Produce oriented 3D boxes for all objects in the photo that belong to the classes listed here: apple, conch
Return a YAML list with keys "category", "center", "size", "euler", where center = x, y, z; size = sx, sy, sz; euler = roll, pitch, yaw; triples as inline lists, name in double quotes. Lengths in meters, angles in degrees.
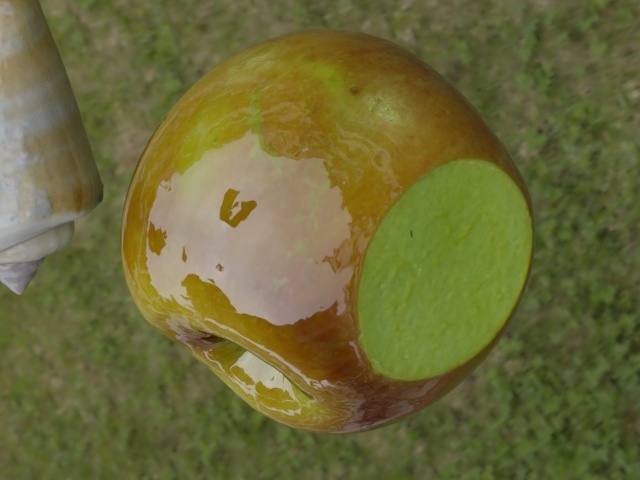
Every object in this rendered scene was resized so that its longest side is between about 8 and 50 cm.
- category: "apple"
  center: [0.000, 0.000, 0.449]
  size: [0.099, 0.102, 0.114]
  euler: [23, 151, 44]
- category: "conch"
  center: [-0.224, -0.085, 1.240]
  size: [0.127, 0.158, 0.255]
  euler: [9, 103, -1]
